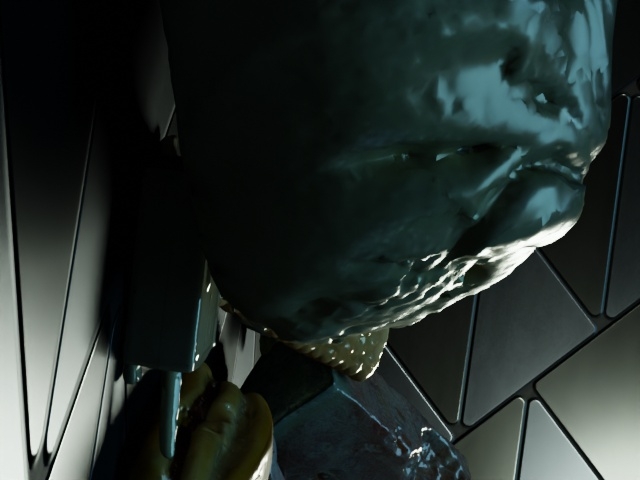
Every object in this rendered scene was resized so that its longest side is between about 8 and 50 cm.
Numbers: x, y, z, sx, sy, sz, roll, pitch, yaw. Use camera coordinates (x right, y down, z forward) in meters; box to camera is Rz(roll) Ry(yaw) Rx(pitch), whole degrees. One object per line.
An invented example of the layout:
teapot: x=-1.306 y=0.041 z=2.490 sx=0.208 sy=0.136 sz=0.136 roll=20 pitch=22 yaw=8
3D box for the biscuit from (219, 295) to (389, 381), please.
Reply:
biscuit: x=-0.004 y=0.001 z=1.282 sx=0.249 sy=0.030 sz=0.160 roll=31 pitch=72 yaw=-57

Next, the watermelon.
watermelon: x=0.018 y=0.181 z=1.487 sx=0.148 sy=0.226 sz=0.318 roll=-98 pitch=-172 yaw=-46

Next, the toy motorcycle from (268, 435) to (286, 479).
toy motorcycle: x=-0.060 y=0.274 z=1.290 sx=0.171 sy=0.089 sz=0.298 roll=64 pitch=33 yaw=-57

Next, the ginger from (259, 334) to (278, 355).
ginger: x=-0.001 y=-0.004 z=1.615 sx=0.137 sy=0.089 sz=0.290 roll=-21 pitch=-142 yaw=45

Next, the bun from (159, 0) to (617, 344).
bun: x=0.044 y=-0.115 z=0.887 sx=0.360 sy=0.211 sz=0.360 roll=-2 pitch=90 yaw=-84

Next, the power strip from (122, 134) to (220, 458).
power strip: x=-0.078 y=0.033 z=0.959 sx=0.075 sy=0.042 sz=0.175 roll=-55 pitch=152 yaw=-80

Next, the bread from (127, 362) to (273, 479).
bread: x=-0.076 y=0.155 z=1.071 sx=0.200 sy=0.077 sz=0.116 roll=-67 pitch=172 yaw=-74
